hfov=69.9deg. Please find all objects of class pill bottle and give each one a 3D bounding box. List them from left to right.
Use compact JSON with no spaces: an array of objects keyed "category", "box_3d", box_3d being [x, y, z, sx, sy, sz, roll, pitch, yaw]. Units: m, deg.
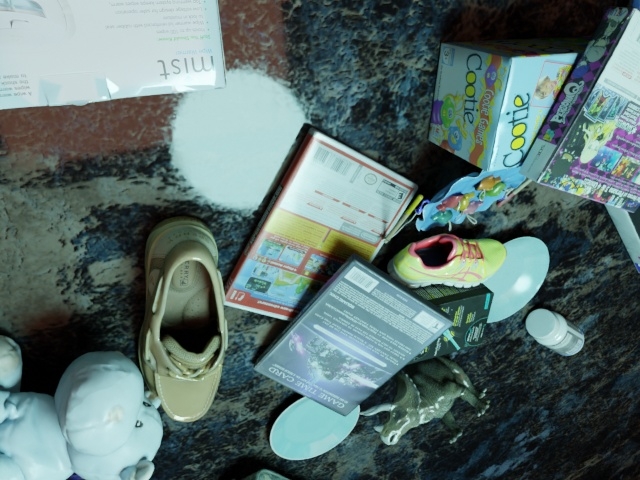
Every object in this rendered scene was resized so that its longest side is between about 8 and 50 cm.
[{"category":"pill bottle","box_3d":[0.521,0.203,1.021,0.137,0.078,0.078,28,104,-34]}]

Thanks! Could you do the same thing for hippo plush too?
[{"category":"hippo plush","box_3d":[-0.318,0.253,0.536,0.236,0.234,0.294,-2,118,-5]}]

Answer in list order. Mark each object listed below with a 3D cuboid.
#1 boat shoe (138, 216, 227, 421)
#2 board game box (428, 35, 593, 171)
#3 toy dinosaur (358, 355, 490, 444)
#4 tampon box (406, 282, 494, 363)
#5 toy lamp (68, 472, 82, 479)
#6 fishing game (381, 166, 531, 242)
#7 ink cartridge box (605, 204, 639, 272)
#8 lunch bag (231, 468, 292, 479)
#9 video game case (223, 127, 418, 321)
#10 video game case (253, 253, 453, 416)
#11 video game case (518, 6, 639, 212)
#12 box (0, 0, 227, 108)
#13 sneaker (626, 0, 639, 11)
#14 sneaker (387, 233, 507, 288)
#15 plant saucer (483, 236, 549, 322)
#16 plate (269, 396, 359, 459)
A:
[{"category":"boat shoe","box_3d":[-0.190,0.141,0.634,0.121,0.110,0.341,-7,121,-21]},{"category":"board game box","box_3d":[0.315,-0.203,0.648,0.275,0.142,0.144,-11,122,-20]},{"category":"toy dinosaur","box_3d":[0.211,0.252,0.835,0.121,0.160,0.313,-58,168,31]},{"category":"tampon box","box_3d":[0.201,0.127,0.813,0.161,0.101,0.121,-9,121,-19]},{"category":"toy lamp","box_3d":[-0.349,0.437,0.755,0.080,0.080,0.275,-15,124,-17]},{"category":"fishing game","box_3d":[0.234,-0.058,0.699,0.264,0.041,0.189,-14,158,-26]},{"category":"ink cartridge box","box_3d":[0.722,-0.063,0.972,0.176,0.069,0.371,-47,129,7]},{"category":"lunch bag","box_3d":[-0.123,0.606,0.878,0.256,0.213,0.305,-35,126,19]},{"category":"video game case","box_3d":[0.000,0.000,0.694,0.204,0.025,0.285,21,108,-33]},{"category":"video game case","box_3d":[0.046,0.166,0.738,0.196,0.026,0.274,33,117,-16]},{"category":"video game case","box_3d":[0.396,-0.153,0.598,0.232,0.042,0.210,8,115,-29]},{"category":"box","box_3d":[-0.229,-0.240,0.384,0.261,0.127,0.231,-13,123,-18]},{"category":"sneaker","box_3d":[0.590,-0.385,0.675,0.236,0.130,0.323,17,115,-36]},{"category":"sneaker","box_3d":[0.220,0.027,0.750,0.208,0.082,0.094,-9,151,-14]},{"category":"plant saucer","box_3d":[0.354,0.071,0.892,0.194,0.037,0.195,-12,122,-19]},{"category":"plate","box_3d":[-0.012,0.355,0.897,0.188,0.024,0.188,-11,122,-18]}]
